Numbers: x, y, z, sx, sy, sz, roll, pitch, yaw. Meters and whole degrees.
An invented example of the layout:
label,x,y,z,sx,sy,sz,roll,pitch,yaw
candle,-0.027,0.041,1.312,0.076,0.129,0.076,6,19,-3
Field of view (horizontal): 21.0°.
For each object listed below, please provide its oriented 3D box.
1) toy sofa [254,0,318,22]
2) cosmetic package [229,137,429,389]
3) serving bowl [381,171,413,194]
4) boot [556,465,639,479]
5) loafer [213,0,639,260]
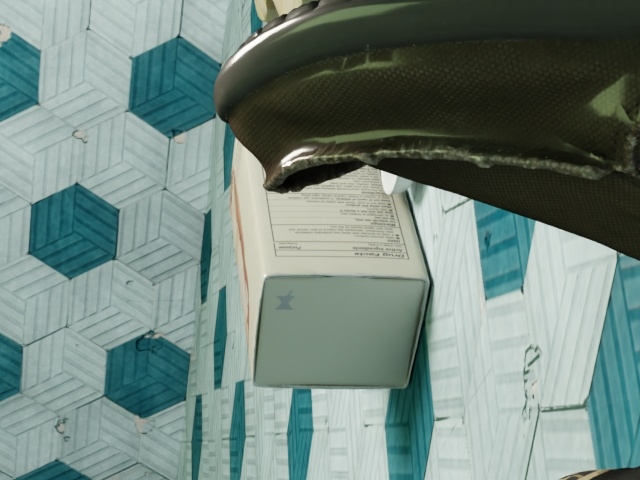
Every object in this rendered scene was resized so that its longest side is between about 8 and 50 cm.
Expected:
label,x,y,z,sx,sy,sz,roll,pitch,yaw
toy sofa,0.045,-0.291,0.996,0.362,0.150,0.177,99,154,-42
cosmetic package,0.000,0.000,1.626,0.296,0.153,0.129,-99,14,-56
serving bowl,0.076,-0.082,1.564,0.083,0.027,0.083,-177,90,-80
boot,0.146,0.254,0.732,0.284,0.138,0.377,136,140,-74
loafer,0.116,-0.037,0.590,0.366,0.134,0.130,-3,100,39
